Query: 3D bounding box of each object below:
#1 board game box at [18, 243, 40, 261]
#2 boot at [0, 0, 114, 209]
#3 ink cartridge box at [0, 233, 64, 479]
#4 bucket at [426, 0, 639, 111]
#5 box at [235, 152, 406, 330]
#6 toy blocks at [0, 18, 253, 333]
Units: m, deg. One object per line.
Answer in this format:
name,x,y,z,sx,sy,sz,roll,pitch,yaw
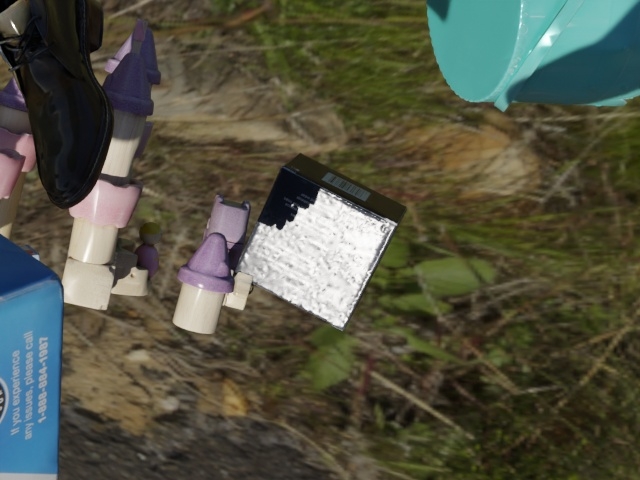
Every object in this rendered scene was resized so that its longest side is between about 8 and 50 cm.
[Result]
board game box,-0.532,0.173,1.642,0.302,0.086,0.308,-5,101,-24
boot,-0.226,-0.132,0.943,0.106,0.082,0.219,37,34,-49
ink cartridge box,-0.276,0.129,0.527,0.307,0.129,0.223,-23,134,-43
bucket,0.246,-0.274,1.324,0.183,0.281,0.281,-6,90,-17
box,0.000,0.000,1.485,0.156,0.093,0.158,28,109,4
toy blocks,-0.186,-0.083,1.179,0.309,0.288,0.260,14,97,-10
